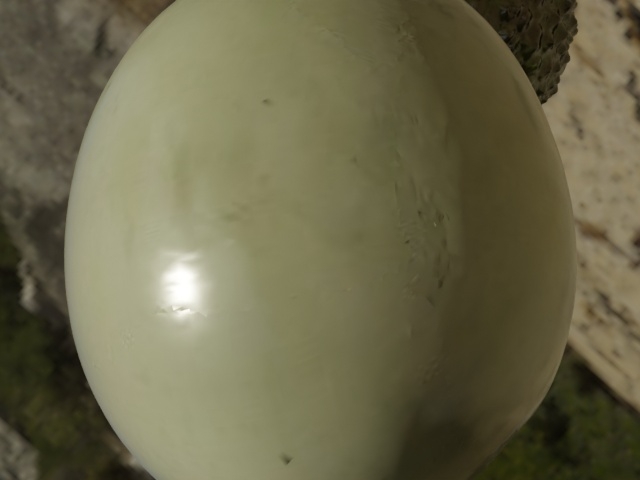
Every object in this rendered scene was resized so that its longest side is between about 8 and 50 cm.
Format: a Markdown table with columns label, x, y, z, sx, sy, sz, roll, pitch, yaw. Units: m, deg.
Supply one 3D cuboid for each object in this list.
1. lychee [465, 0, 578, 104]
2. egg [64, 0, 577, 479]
| label | x | y | z | sx | sy | sz | roll | pitch | yaw |
| --- | --- | --- | --- | --- | --- | --- | --- | --- | --- |
| lychee | 0.103 | -0.148 | 1.095 | 0.171 | 0.171 | 0.171 | 41 | -179 | -1 |
| egg | 0.000 | 0.000 | 0.690 | 0.219 | 0.269 | 0.219 | 6 | 154 | 3 |
